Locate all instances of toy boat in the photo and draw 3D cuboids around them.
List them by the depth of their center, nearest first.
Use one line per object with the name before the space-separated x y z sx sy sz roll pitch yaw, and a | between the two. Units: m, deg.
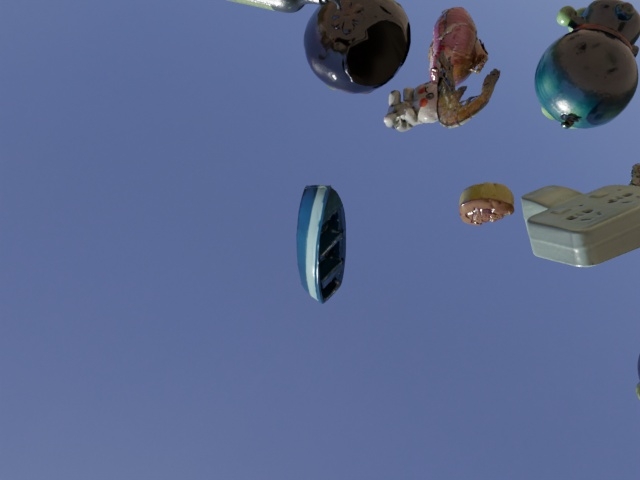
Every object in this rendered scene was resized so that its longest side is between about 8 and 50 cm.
toy boat | 0.000 0.000 1.395 0.062 0.299 0.096 29 -127 25

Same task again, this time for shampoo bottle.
shampoo bottle | -0.098 -0.505 1.436 0.284 0.101 0.101 18 -145 17

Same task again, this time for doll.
doll | 0.552 -0.363 1.494 0.199 0.186 0.321 22 -105 -1
doll | 0.253 -0.340 1.873 0.095 0.192 0.149 55 -150 -34

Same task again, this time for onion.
onion | 0.376 -0.515 1.989 0.163 0.230 0.230 8 -144 13

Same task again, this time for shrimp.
shrimp | 0.285 -0.316 1.433 0.035 0.148 0.195 19 -121 -35

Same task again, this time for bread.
bread | 0.438 -0.100 1.980 0.125 0.156 0.086 27 -122 -37

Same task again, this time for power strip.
power strip | 0.505 -0.018 1.406 0.229 0.141 0.261 -20 -164 -19

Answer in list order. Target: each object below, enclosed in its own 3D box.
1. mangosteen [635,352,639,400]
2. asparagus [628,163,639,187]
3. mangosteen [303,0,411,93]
mangosteen | 0.840 0.317 1.673 0.243 0.243 0.243 18 -140 -16
asparagus | 0.861 -0.174 1.998 0.036 0.030 0.165 37 -140 2
mangosteen | 0.102 -0.479 1.825 0.288 0.287 0.233 2 -155 -32
